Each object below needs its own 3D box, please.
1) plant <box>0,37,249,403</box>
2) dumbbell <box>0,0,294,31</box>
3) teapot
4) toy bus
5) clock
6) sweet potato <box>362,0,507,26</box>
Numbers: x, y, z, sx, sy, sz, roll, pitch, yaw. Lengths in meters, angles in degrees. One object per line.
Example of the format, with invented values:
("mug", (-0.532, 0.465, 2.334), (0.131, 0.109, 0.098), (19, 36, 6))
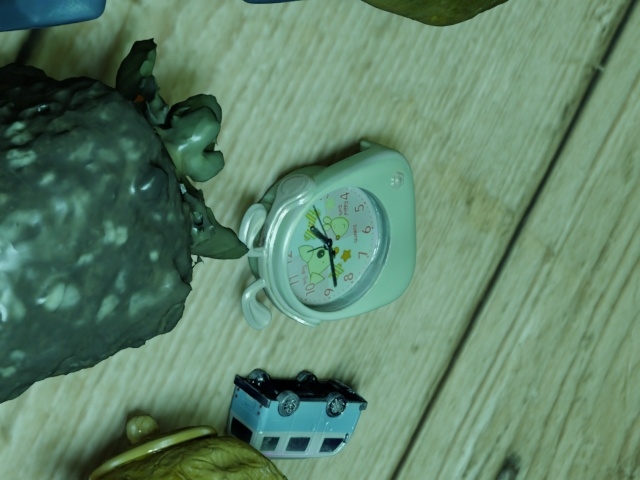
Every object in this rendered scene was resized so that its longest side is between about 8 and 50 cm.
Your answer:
("plant", (-0.181, -0.028, 1.457), (0.312, 0.213, 0.215), (-25, 119, -29))
("dumbbell", (-0.119, -0.244, 1.464), (0.325, 0.160, 0.144), (-12, 157, -38))
("teapot", (-0.123, 0.228, 1.656), (0.311, 0.203, 0.167), (3, 62, -62))
("toy bus", (-0.024, 0.165, 1.772), (0.123, 0.060, 0.074), (6, 108, -40))
("clock", (0.000, 0.000, 1.725), (0.191, 0.062, 0.151), (-19, 119, -33))
("sweet potato", (0.090, -0.250, 1.687), (0.286, 0.085, 0.112), (13, 94, -43))
